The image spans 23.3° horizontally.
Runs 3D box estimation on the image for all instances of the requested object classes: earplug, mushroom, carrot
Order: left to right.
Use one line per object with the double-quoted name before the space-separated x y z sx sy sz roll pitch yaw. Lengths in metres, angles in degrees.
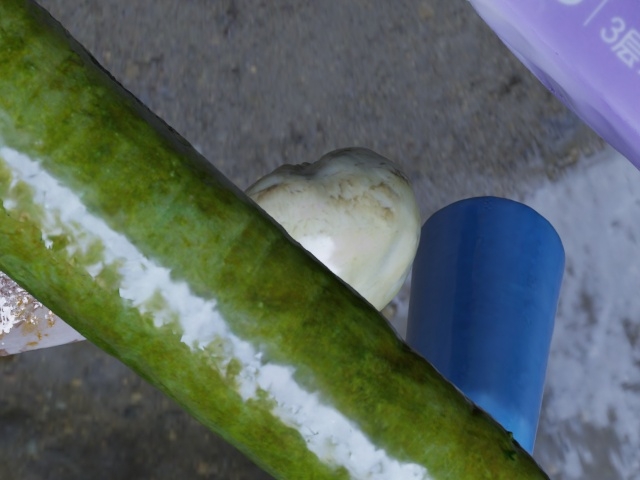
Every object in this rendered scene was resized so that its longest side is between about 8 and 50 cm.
"carrot" -0.042 0.008 0.463 0.358 0.074 0.074 39 111 -8
"mushroom" 0.000 0.000 1.039 0.148 0.112 0.148 -29 154 -16
"earplug" 0.125 0.096 1.251 0.132 0.273 0.132 6 128 7

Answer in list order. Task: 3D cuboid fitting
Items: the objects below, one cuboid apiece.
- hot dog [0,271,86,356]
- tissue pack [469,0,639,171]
"hot dog" -0.240 0.034 1.131 0.252 0.069 0.131 -11 125 -24
"tissue pack" 0.251 -0.059 0.562 0.242 0.160 0.338 -46 73 9
